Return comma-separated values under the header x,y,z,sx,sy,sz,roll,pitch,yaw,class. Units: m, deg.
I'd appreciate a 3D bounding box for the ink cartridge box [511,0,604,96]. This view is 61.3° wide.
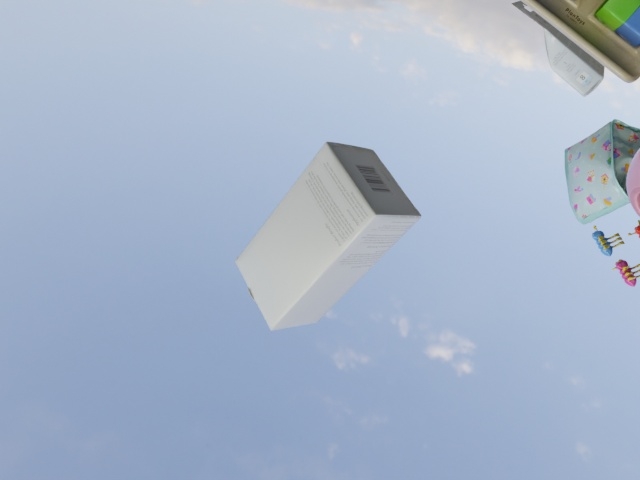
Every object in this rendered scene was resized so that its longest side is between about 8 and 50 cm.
x,y,z,sx,sy,sz,roll,pitch,yaw,class
0.805,-0.673,1.867,0.385,0.091,0.308,42,-144,5,ink cartridge box

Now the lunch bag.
x,y,z,sx,sy,sz,roll,pitch,yaw,class
0.875,-0.197,1.654,0.160,0.223,0.263,13,-110,-12,lunch bag

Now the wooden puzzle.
x,y,z,sx,sy,sz,roll,pitch,yaw,class
0.536,-0.505,0.930,0.322,0.348,0.080,41,-173,5,wooden puzzle

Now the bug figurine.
x,y,z,sx,sy,sz,roll,pitch,yaw,class
0.987,0.040,1.708,0.278,0.072,0.216,-6,-116,-21,bug figurine

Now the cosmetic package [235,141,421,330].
x,y,z,sx,sy,sz,roll,pitch,yaw,class
0.000,0.000,1.107,0.155,0.365,0.197,-2,-127,-46,cosmetic package

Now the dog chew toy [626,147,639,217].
x,y,z,sx,sy,sz,roll,pitch,yaw,class
0.704,-0.150,0.933,0.331,0.207,0.207,-38,-129,-4,dog chew toy
